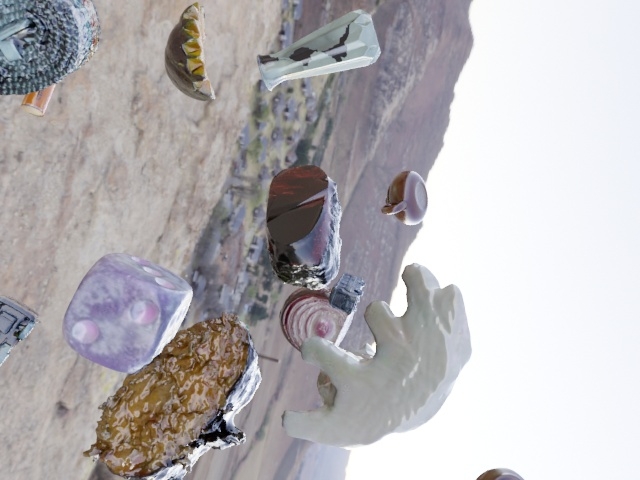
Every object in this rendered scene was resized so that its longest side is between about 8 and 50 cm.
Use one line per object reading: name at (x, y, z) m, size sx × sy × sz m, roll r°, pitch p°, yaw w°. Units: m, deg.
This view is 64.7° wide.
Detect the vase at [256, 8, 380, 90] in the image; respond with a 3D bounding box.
vase at (-0.007, -0.570, 1.539) m, size 0.165 × 0.361 × 0.164 m, roll -15°, pitch 90°, yaw -79°

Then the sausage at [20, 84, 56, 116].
sausage at (-0.904, -0.523, 1.656) m, size 0.071 × 0.071 × 0.234 m, roll 85°, pitch 15°, yaw -72°

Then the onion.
onion at (-0.011, 0.233, 1.543) m, size 0.216 × 0.207 × 0.206 m, roll -59°, pitch 173°, yaw 8°

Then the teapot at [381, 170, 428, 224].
teapot at (0.266, -0.130, 1.663) m, size 0.252 × 0.135 × 0.178 m, roll -32°, pitch 107°, yaw -50°

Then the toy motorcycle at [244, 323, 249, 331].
toy motorcycle at (-0.190, 0.263, 1.167) m, size 0.106 × 0.074 × 0.189 m, roll -107°, pitch -167°, yaw -75°

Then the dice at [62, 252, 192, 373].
dice at (-0.552, 0.207, 1.475) m, size 0.269 × 0.272 × 0.270 m, roll -64°, pitch -176°, yaw 3°

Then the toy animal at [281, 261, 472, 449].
toy animal at (0.113, 0.187, 0.836) m, size 0.188 × 0.267 × 0.307 m, roll 18°, pitch 82°, yaw -64°

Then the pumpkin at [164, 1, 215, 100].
pumpkin at (-0.377, -0.507, 1.357) m, size 0.130 × 0.149 × 0.253 m, roll -38°, pitch 123°, yaw -79°

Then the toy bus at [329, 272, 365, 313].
toy bus at (0.060, 0.113, 1.111) m, size 0.166 × 0.065 × 0.047 m, roll -41°, pitch 150°, yaw -77°

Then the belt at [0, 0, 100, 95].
belt at (-0.571, -0.393, 0.961) m, size 0.206 × 0.295 × 0.160 m, roll 58°, pitch 17°, yaw -33°

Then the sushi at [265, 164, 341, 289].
sushi at (-0.029, -0.025, 0.906) m, size 0.126 × 0.137 × 0.225 m, roll 71°, pitch 16°, yaw -45°

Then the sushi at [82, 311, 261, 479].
sushi at (-0.246, 0.313, 0.965) m, size 0.348 × 0.235 × 0.207 m, roll -48°, pitch 167°, yaw -29°

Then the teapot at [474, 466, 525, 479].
teapot at (0.282, 0.413, 0.794) m, size 0.129 × 0.098 × 0.078 m, roll -29°, pitch 150°, yaw -30°

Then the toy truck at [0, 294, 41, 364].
toy truck at (-0.712, 0.238, 1.070) m, size 0.256 × 0.108 × 0.140 m, roll -57°, pitch -165°, yaw -13°
